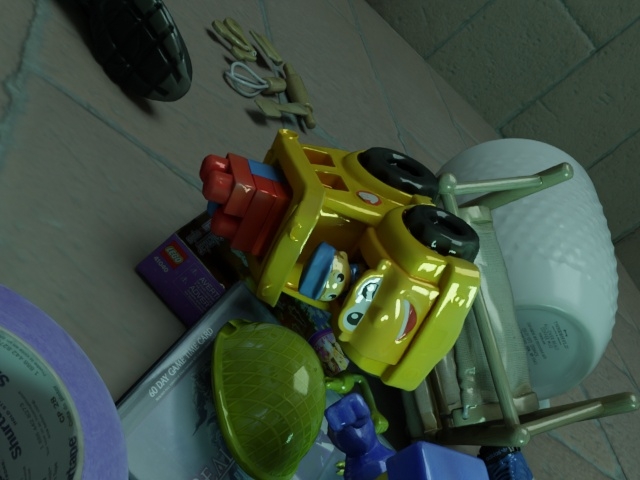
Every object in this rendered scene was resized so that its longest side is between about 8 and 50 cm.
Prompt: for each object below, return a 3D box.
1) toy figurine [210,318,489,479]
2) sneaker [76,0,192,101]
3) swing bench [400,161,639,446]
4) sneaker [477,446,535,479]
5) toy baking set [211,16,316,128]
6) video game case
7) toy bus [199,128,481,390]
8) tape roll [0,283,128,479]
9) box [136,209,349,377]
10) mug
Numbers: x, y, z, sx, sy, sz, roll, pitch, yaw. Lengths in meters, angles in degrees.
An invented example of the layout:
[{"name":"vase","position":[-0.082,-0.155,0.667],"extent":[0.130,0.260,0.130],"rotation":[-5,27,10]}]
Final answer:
[{"name":"toy figurine","position":[0.058,0.176,0.485],"extent":[0.191,0.217,0.363],"rotation":[21,46,-33]},{"name":"sneaker","position":[-0.222,-0.271,0.905],"extent":[0.267,0.101,0.106],"rotation":[53,20,5]},{"name":"swing bench","position":[0.155,0.083,0.842],"extent":[0.165,0.254,0.253],"rotation":[-7,76,-28]},{"name":"sneaker","position":[0.211,0.274,0.930],"extent":[0.085,0.058,0.152],"rotation":[62,20,12]},{"name":"toy baking set","position":[-0.084,-0.247,1.230],"extent":[0.196,0.030,0.256],"rotation":[23,35,-44]},{"name":"video game case","position":[-0.023,0.184,0.604],"extent":[0.274,0.026,0.196],"rotation":[49,39,-6]},{"name":"toy bus","position":[0.000,0.000,0.672],"extent":[0.211,0.149,0.220],"rotation":[16,27,-27]},{"name":"tape roll","position":[-0.194,0.107,0.394],"extent":[0.189,0.080,0.189],"rotation":[40,25,-23]},{"name":"box","position":[-0.041,0.040,0.818],"extent":[0.201,0.057,0.293],"rotation":[50,22,-5]},{"name":"mug","position":[0.286,0.091,1.144],"extent":[0.328,0.276,0.374],"rotation":[-78,156,-56]}]
